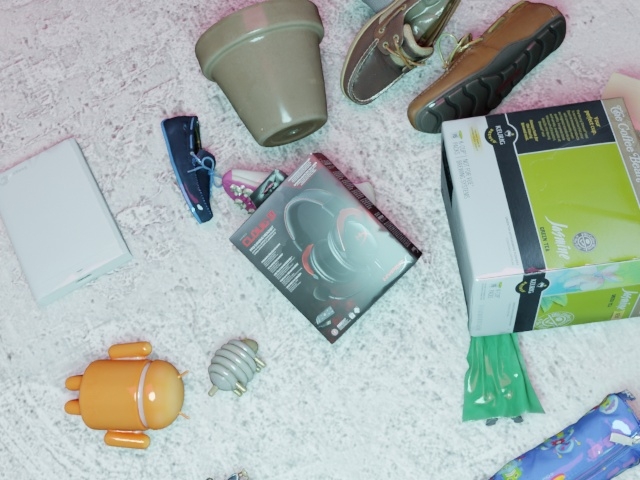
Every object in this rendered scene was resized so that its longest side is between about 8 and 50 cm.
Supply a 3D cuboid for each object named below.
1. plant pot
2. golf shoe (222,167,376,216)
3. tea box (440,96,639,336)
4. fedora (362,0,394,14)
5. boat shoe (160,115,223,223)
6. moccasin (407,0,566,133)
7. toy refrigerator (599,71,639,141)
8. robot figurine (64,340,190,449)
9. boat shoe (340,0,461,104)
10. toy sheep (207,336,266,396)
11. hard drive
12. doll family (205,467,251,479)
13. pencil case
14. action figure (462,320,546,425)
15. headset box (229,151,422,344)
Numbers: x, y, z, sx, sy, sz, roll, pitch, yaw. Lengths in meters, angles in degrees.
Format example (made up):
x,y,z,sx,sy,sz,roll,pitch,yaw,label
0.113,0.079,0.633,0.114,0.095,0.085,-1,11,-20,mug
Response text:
x,y,z,sx,sy,sz,roll,pitch,yaw,label
-0.089,-0.318,1.630,0.263,0.263,0.229,-21,83,-2,plant pot
-0.036,-0.089,1.586,0.306,0.115,0.140,20,62,7,golf shoe
0.391,-0.039,1.412,0.324,0.220,0.329,-7,57,4,tea box
0.167,-0.536,1.697,0.275,0.244,0.124,-31,94,-43,fedora
-0.251,-0.156,1.637,0.089,0.109,0.258,-19,68,-5,boat shoe
0.314,-0.353,1.632,0.380,0.139,0.147,-44,54,-8,moccasin
0.659,-0.214,1.548,0.270,0.094,0.102,23,78,17,toy refrigerator
-0.337,0.275,1.449,0.219,0.128,0.158,-2,45,8,robot figurine
0.166,-0.397,1.602,0.342,0.123,0.123,-47,27,18,boat shoe
-0.156,0.229,1.467,0.091,0.091,0.132,26,54,17,toy sheep
-0.532,-0.043,1.660,0.203,0.040,0.307,-29,67,-5,hard drive
-0.133,0.480,1.361,0.111,0.076,0.193,-31,69,-11,doll family
0.392,0.366,1.308,0.306,0.133,0.119,-32,86,-6,pencil case
0.304,0.203,1.428,0.137,0.063,0.232,-6,59,7,action figure
0.000,0.000,1.451,0.218,0.110,0.293,-45,86,11,headset box
